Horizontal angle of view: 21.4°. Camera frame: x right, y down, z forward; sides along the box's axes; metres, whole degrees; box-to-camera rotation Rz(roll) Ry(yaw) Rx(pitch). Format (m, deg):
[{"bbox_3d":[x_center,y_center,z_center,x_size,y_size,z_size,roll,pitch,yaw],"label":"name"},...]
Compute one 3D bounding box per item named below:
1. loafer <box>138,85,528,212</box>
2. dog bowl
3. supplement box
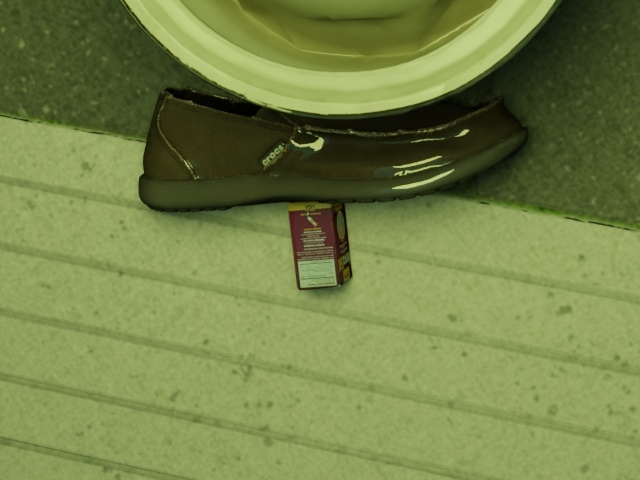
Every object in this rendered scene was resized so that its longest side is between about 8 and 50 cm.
[{"bbox_3d":[0.001,-0.101,1.524,0.366,0.134,0.130,-5,99,14],"label":"loafer"},{"bbox_3d":[0.024,-0.301,1.296,0.408,0.150,0.408,2,100,13],"label":"dog bowl"},{"bbox_3d":[0.000,0.000,1.583,0.043,0.055,0.083,-4,99,14],"label":"supplement box"}]
